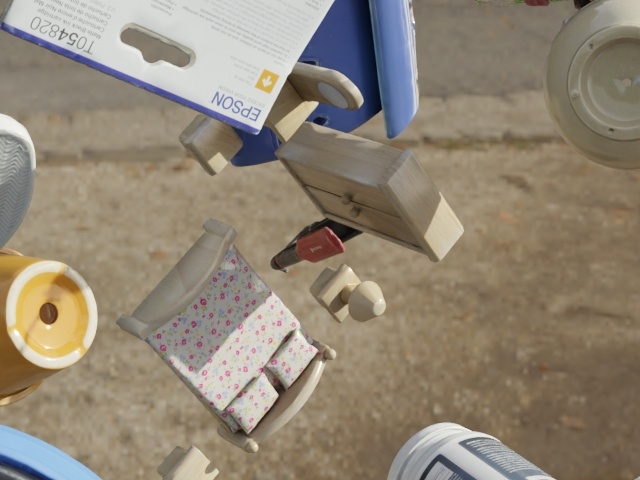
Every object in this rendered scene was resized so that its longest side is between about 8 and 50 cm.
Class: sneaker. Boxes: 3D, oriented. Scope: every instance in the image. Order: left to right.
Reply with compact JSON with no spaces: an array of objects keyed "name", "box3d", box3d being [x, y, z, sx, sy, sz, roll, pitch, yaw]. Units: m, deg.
[{"name":"sneaker","box3d":[-0.359,-0.050,1.352,0.108,0.292,0.169,11,42,-26]}]

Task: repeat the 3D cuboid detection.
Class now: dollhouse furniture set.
[{"name":"dollhouse furniture set","box3d":[-0.057,0.052,1.272,0.173,0.303,0.355,21,65,48]}]

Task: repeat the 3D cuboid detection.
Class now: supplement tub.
[{"name":"supplement tub","box3d":[0.234,0.385,1.917,0.191,0.191,0.272,-8,21,-29]}]

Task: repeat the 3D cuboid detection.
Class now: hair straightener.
[{"name":"hair straightener","box3d":[0.000,0.000,1.773,0.089,0.047,0.230,-43,4,-26]}]

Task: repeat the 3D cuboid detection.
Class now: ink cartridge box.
[{"name":"ink cartridge box","box3d":[-0.076,-0.204,0.901,0.223,0.224,0.045,21,17,-40]}]

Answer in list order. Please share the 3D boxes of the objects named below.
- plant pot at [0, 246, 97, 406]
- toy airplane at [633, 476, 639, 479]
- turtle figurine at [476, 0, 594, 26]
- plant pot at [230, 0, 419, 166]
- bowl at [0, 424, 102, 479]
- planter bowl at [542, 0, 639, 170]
[{"name":"plant pot","box3d":[-0.374,0.098,1.655,0.188,0.205,0.205,-11,5,44]},{"name":"toy airplane","box3d":[0.367,0.381,1.186,0.272,0.386,0.384,-38,1,-18]},{"name":"turtle figurine","box3d":[0.308,-0.327,1.584,0.266,0.198,0.274,13,32,24]},{"name":"plant pot","box3d":[-0.006,-0.240,1.473,0.212,0.236,0.236,-4,40,5]},{"name":"bowl","box3d":[-0.266,0.304,0.863,0.391,0.391,0.077,-1,-10,-10]},{"name":"planter bowl","box3d":[0.268,-0.138,1.189,0.162,0.162,0.109,7,8,16]}]
